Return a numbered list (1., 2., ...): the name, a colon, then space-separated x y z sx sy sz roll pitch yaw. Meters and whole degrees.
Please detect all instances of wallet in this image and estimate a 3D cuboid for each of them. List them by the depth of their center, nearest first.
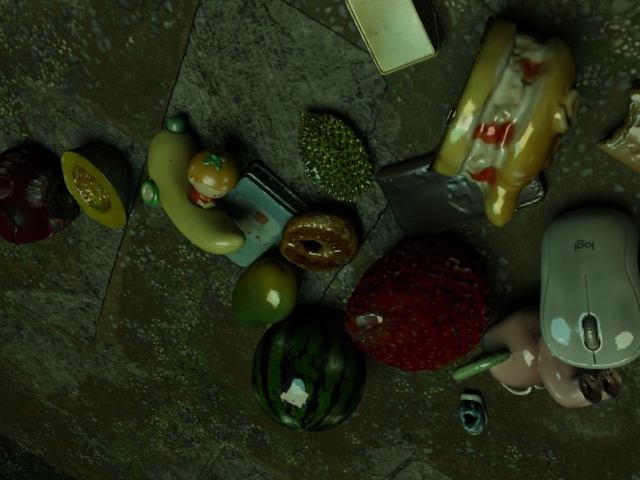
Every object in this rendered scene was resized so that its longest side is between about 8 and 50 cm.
1. wallet: 0.270 -0.108 1.315 0.310 0.042 0.165 -17 116 33
2. wallet: -0.164 -0.053 1.550 0.176 0.075 0.250 39 132 -14

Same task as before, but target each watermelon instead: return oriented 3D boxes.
1. watermelon: -0.028 0.326 1.656 0.285 0.285 0.285 13 131 16

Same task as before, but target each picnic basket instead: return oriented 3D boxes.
1. picnic basket: 0.128 -0.374 1.141 0.115 0.079 0.164 -11 120 34

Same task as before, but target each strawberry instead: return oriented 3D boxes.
1. strawberry: 0.198 0.148 1.381 0.292 0.310 0.291 11 126 15

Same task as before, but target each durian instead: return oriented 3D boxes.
1. durian: 0.025 -0.148 1.359 0.137 0.095 0.220 11 143 37

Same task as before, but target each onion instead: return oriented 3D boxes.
1. onion: -0.753 -0.115 1.690 0.216 0.206 0.206 5 128 22

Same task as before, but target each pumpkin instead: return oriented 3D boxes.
1. pumpkin: -0.523 -0.146 1.635 0.218 0.110 0.217 23 142 19

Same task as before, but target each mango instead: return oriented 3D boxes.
1. mango: -0.138 0.132 1.647 0.251 0.114 0.156 -38 72 53

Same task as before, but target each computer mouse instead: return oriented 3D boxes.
1. computer mouse: 0.481 0.073 1.197 0.184 0.296 0.121 0 161 27

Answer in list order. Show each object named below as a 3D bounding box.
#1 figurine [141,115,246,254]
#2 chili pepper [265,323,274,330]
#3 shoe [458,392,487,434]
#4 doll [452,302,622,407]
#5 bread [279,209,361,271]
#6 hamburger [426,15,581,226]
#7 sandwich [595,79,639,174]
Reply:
1. figurine: -0.255 -0.115 1.449 0.324 0.124 0.222 52 125 20
2. chili pepper: -0.122 0.205 1.759 0.049 0.043 0.208 17 133 30
3. shoe: 0.379 0.444 1.690 0.064 0.071 0.142 3 132 25
4. doll: 0.431 0.245 1.377 0.268 0.284 0.216 -36 63 51
5. bread: 0.000 0.000 1.492 0.194 0.063 0.193 4 142 3
6. hamburger: 0.294 -0.183 1.078 0.187 0.261 0.302 25 95 7
7. sandwich: 0.590 -0.196 1.074 0.212 0.063 0.245 33 132 0
